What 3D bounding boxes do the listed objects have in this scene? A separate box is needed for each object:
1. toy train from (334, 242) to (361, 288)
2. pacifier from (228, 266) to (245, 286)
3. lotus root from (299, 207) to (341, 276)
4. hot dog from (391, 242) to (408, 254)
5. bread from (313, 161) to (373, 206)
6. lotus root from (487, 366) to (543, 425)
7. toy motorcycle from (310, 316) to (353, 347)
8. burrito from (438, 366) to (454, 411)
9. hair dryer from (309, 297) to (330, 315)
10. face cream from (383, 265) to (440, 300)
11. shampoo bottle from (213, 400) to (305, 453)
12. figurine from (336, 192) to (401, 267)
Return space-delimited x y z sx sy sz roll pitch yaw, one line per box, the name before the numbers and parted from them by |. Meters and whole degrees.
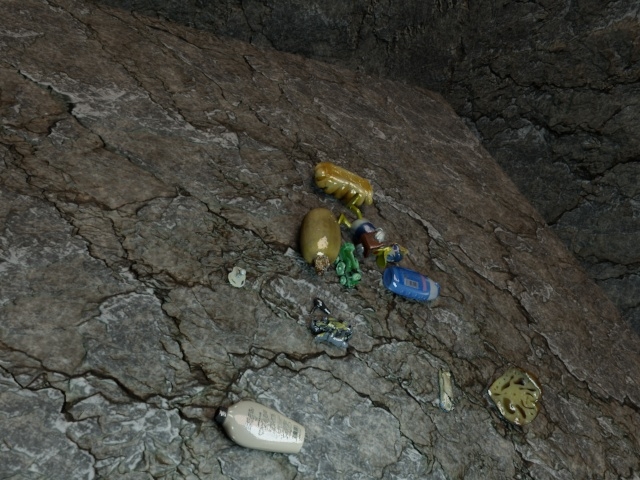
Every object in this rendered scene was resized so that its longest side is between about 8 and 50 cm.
toy train | 0.113 0.104 1.974 0.071 0.105 0.178 11 45 -33
pacifier | -0.280 0.124 1.703 0.068 0.064 0.083 47 37 -13
lotus root | 0.000 0.000 1.959 0.169 0.152 0.343 20 38 -17
hot dog | 0.366 0.044 2.273 0.090 0.034 0.030 32 45 28
bread | 0.104 -0.265 2.331 0.311 0.121 0.173 23 37 -14
lotus root | 0.786 0.598 1.895 0.179 0.188 0.199 12 40 -46
toy motorcycle | 0.051 0.328 1.731 0.193 0.061 0.124 7 39 -41
burrito | 0.466 0.554 1.815 0.051 0.042 0.171 26 36 -16
hair dryer | -0.009 0.258 1.796 0.079 0.031 0.083 46 53 0
face cream | 0.400 0.188 2.107 0.263 0.083 0.149 17 43 -21
shampoo bottle | -0.172 0.518 1.360 0.256 0.078 0.127 26 44 -15
figurine | 0.238 -0.011 2.121 0.338 0.205 0.283 36 11 -18
